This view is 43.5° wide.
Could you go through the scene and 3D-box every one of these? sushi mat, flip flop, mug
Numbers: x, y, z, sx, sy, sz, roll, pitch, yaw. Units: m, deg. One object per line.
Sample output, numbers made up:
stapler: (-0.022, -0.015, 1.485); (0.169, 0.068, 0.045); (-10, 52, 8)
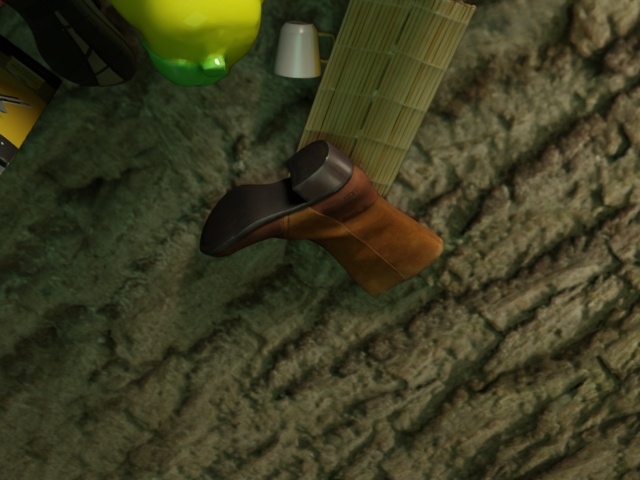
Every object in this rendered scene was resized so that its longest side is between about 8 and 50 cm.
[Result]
sushi mat: (0.070, -0.187, 1.047); (0.152, 0.019, 0.316); (13, 131, -12)
flip flop: (-0.308, -0.282, 0.943); (0.112, 0.080, 0.277); (-10, 145, 24)
mug: (-0.025, -0.246, 1.023); (0.062, 0.078, 0.064); (16, 117, 26)

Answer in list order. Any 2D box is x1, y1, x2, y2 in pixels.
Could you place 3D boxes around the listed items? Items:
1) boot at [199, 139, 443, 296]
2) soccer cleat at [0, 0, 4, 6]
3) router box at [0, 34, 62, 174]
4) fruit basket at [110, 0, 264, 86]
boot: (0.000, 0.000, 1.171); (0.264, 0.096, 0.280); (-36, 132, 19)
soccer cleat: (-0.427, -0.378, 0.903); (0.095, 0.083, 0.248); (-10, 125, 10)
router box: (-0.471, -0.207, 0.912); (0.309, 0.243, 0.081); (37, 114, -23)
fruit basket: (-0.139, -0.346, 0.808); (0.392, 0.283, 0.391); (0, 108, 1)
